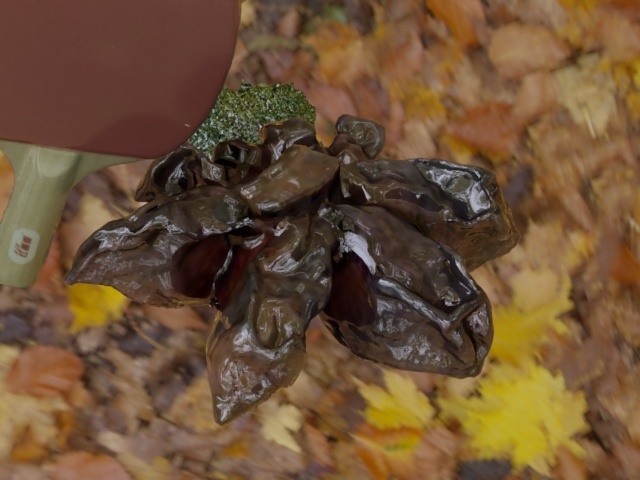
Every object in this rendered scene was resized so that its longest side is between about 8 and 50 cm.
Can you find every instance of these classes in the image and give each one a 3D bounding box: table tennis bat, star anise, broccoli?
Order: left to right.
[{"bbox_3d":[-0.125,-0.067,0.968,0.138,0.246,0.022,10,43,-19],"label":"table tennis bat"},{"bbox_3d":[-0.062,-0.069,1.595,0.162,0.146,0.138,15,44,13],"label":"broccoli"},{"bbox_3d":[-0.005,0.003,1.018,0.214,0.099,0.220,25,42,17],"label":"star anise"}]

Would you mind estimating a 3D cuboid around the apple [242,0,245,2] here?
[{"bbox_3d":[-0.127,-0.251,1.254,0.264,0.264,0.264,-3,76,12],"label":"apple"}]
